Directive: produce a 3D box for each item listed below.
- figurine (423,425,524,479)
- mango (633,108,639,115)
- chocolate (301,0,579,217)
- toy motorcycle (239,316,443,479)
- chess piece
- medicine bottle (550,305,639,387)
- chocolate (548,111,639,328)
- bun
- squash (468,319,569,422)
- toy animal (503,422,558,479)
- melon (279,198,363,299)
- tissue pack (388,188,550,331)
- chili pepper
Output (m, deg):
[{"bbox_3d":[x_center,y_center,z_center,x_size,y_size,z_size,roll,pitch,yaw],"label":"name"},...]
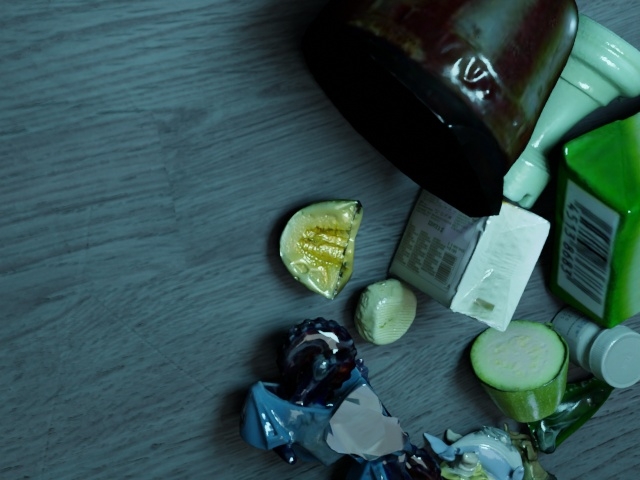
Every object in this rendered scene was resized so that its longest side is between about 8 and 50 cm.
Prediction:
[{"bbox_3d":[0.271,0.411,1.717,0.208,0.128,0.184,31,94,-17],"label":"figurine"},{"bbox_3d":[0.599,-0.186,1.703,0.178,0.100,0.119,-39,115,-3],"label":"mango"},{"bbox_3d":[0.202,-0.275,1.390,0.331,0.383,0.384,-45,114,-7],"label":"chocolate"},{"bbox_3d":[0.024,0.321,1.578,0.232,0.172,0.416,-35,114,-3],"label":"toy motorcycle"},{"bbox_3d":[0.373,-0.204,1.576,0.194,0.194,0.299,30,101,-25],"label":"chess piece"},{"bbox_3d":[0.487,0.183,1.714,0.105,0.168,0.105,-5,106,-19],"label":"medicine bottle"},{"bbox_3d":[0.559,-0.056,1.609,0.341,0.161,0.360,-26,141,-12],"label":"chocolate"},{"bbox_3d":[0.102,0.114,1.602,0.115,0.069,0.115,-20,128,-27],"label":"bun"},{"bbox_3d":[0.352,0.228,1.686,0.170,0.170,0.123,-32,126,-11],"label":"squash"},{"bbox_3d":[0.375,0.416,1.790,0.086,0.069,0.220,-44,119,-25],"label":"toy animal"},{"bbox_3d":[0.000,0.000,1.536,0.128,0.079,0.160,14,99,-5],"label":"melon"},{"bbox_3d":[0.231,0.013,1.540,0.124,0.225,0.185,23,95,-25],"label":"tissue pack"},{"bbox_3d":[0.460,0.303,1.793,0.216,0.062,0.108,-34,104,-17],"label":"chili pepper"}]
